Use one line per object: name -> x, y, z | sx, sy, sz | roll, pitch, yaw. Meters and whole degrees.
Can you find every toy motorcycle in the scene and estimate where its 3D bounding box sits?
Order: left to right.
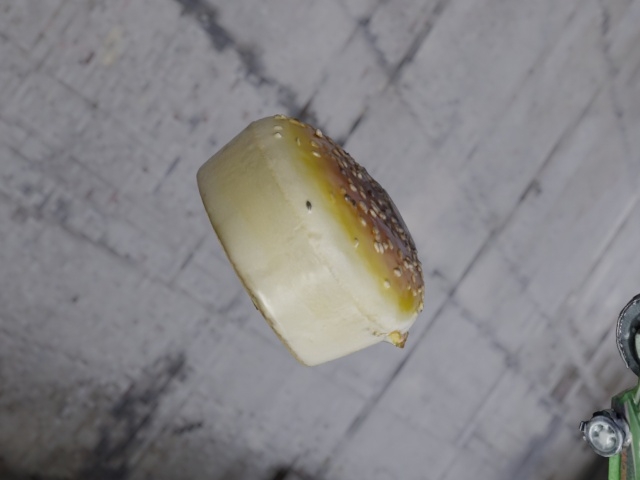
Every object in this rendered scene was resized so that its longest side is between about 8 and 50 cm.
toy motorcycle -> 0.209, 0.122, 0.930 | 0.074, 0.106, 0.190 | -18, 114, -47

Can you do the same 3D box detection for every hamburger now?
hamburger -> 0.000, 0.000, 0.817 | 0.081, 0.126, 0.141 | -29, 137, 3
